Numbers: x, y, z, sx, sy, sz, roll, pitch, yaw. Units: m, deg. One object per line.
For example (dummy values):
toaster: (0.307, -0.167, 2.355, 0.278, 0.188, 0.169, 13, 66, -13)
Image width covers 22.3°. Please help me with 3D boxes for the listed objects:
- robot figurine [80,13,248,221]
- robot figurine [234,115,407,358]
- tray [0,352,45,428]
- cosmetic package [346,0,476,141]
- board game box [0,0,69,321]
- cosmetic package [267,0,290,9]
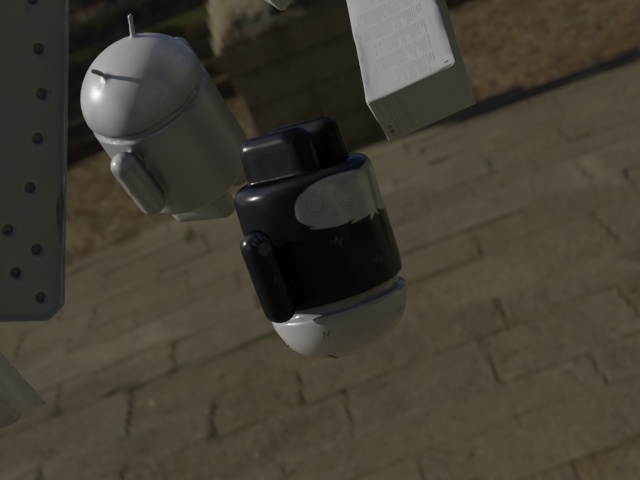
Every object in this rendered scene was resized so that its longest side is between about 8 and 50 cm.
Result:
robot figurine: (-0.244, -0.181, 2.553, 0.200, 0.353, 0.300, -8, 44, 26)
robot figurine: (-0.003, 0.001, 1.909, 0.209, 0.278, 0.173, -19, 9, -14)
tray: (-0.440, 0.163, 1.892, 0.145, 0.270, 0.030, -23, 50, 5)
cosmetic package: (0.091, -0.203, 1.686, 0.099, 0.060, 0.239, -25, 35, 13)
board game box: (-0.406, -0.126, 1.342, 0.390, 0.390, 0.050, 0, 5, -21)
cosmetic package: (-0.097, -0.492, 2.326, 0.224, 0.225, 0.138, -55, 37, 3)
